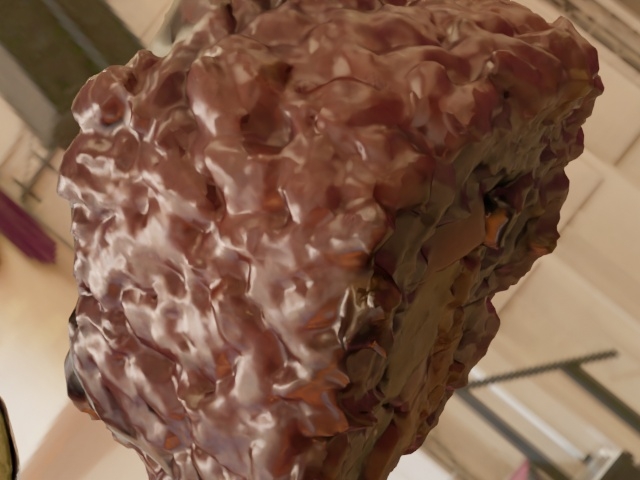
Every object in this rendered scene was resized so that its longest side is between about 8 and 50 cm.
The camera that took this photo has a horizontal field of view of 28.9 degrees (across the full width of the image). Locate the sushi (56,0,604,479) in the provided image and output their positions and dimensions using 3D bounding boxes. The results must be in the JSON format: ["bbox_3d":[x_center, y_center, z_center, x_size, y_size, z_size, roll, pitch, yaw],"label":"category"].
[{"bbox_3d":[0.000,0.000,0.555,0.236,0.170,0.270,-35,-31,-50],"label":"sushi"}]

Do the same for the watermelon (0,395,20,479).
[{"bbox_3d":[-0.189,0.140,0.568,0.125,0.094,0.135,-37,40,39],"label":"watermelon"}]
